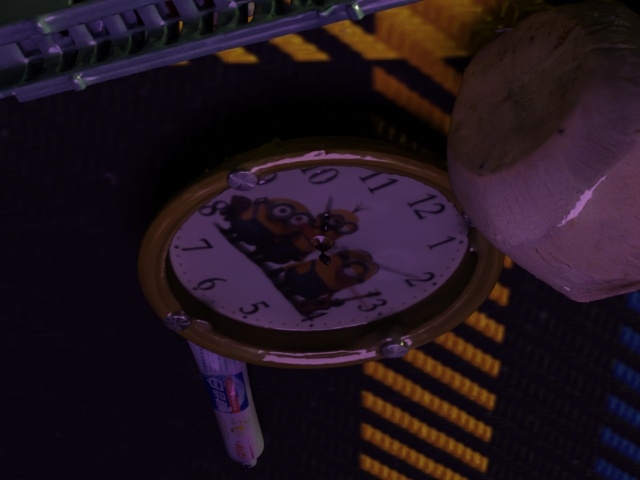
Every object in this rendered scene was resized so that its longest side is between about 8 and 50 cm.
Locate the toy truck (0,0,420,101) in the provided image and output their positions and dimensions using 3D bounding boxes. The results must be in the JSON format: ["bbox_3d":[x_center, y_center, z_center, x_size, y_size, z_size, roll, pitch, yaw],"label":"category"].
[{"bbox_3d":[-0.056,-0.167,0.955,0.338,0.184,0.133,-13,138,11],"label":"toy truck"}]

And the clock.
[{"bbox_3d":[0.000,0.000,1.261,0.237,0.057,0.237,-2,142,-2],"label":"clock"}]

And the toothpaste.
[{"bbox_3d":[-0.064,0.109,1.410,0.045,0.028,0.170,-1,139,9],"label":"toothpaste"}]

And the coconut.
[{"bbox_3d":[0.161,-0.048,1.134,0.161,0.161,0.162,-30,134,29],"label":"coconut"}]
